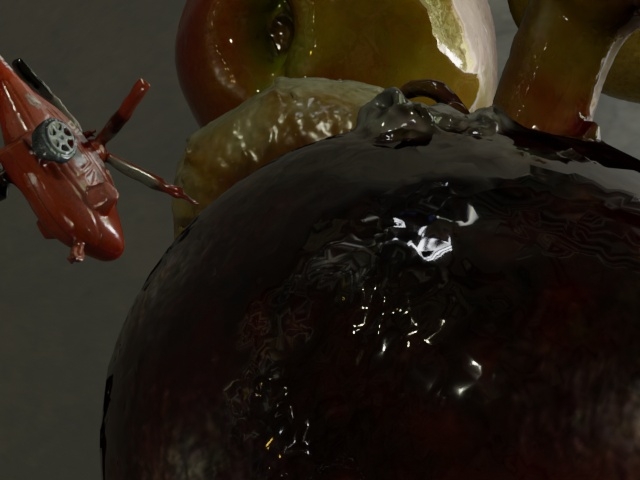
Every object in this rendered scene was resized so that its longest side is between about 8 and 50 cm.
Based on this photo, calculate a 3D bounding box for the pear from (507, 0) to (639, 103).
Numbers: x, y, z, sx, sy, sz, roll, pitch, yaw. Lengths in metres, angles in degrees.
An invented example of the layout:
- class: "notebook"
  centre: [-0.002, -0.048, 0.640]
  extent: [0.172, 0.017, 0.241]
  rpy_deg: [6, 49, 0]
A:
- class: "pear"
  centre: [0.252, -0.208, 1.438]
  extent: [0.209, 0.209, 0.209]
  rpy_deg: [0, 89, -19]

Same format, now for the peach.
- class: "peach"
  centre: [0.029, -0.174, 1.697]
  extent: [0.332, 0.308, 0.308]
  rpy_deg: [10, 85, -52]

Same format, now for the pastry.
- class: "pastry"
  centre: [0.000, 0.000, 1.101]
  extent: [0.182, 0.093, 0.192]
  rpy_deg: [3, 107, 4]

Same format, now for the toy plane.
- class: "toy plane"
  centre: [-0.161, -0.077, 1.014]
  extent: [0.077, 0.126, 0.194]
  rpy_deg: [-48, 127, -54]

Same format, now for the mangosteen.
- class: "mangosteen"
  centre: [0.053, 0.034, 0.538]
  extent: [0.235, 0.235, 0.261]
  rpy_deg: [14, 78, -18]
